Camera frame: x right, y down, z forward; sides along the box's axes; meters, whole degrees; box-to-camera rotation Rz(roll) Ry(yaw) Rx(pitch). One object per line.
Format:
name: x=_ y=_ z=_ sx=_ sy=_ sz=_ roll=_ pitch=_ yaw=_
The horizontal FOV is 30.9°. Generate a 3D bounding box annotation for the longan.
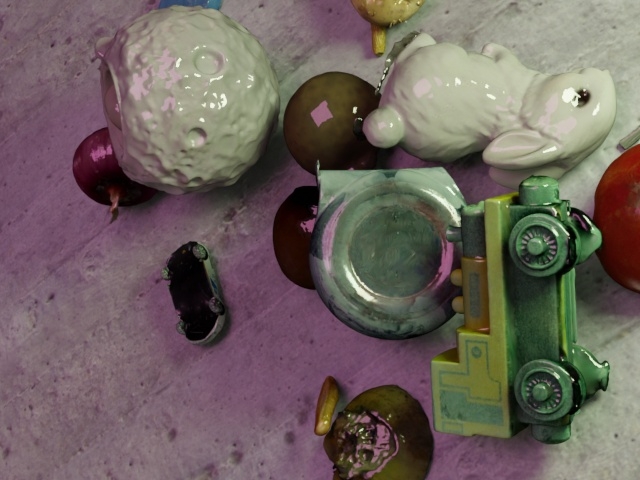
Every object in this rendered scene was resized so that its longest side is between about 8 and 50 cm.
longan: x=0.031 y=-0.183 z=1.943 sx=0.184 sy=0.159 sz=0.204 roll=-25 pitch=76 yaw=24

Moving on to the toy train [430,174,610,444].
toy train: x=0.264 y=0.093 z=1.600 sx=0.237 sy=0.150 sz=0.369 roll=2 pitch=99 yaw=35

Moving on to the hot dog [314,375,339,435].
hot dog: x=0.011 y=0.258 z=1.821 sx=0.137 sy=0.028 sz=0.044 roll=-74 pitch=7 yaw=-66

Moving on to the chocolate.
chocolate: x=0.000 y=0.000 z=1.906 sx=0.176 sy=0.176 sz=0.177 roll=-14 pitch=64 yaw=32

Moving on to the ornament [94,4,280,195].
ornament: x=-0.227 y=-0.251 z=2.052 sx=0.337 sy=0.337 sz=0.337 roll=-14 pitch=64 yaw=32

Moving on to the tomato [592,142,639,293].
tomato: x=0.463 y=-0.048 z=1.580 sx=0.200 sy=0.139 sz=0.233 roll=0 pitch=73 yaw=39

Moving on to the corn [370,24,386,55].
corn: x=0.103 y=-0.365 z=2.046 sx=0.027 sy=0.028 sz=0.083 roll=-10 pitch=70 yaw=27

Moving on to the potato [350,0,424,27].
potato: x=0.124 y=-0.485 z=2.012 sx=0.161 sy=0.128 sz=0.235 roll=18 pitch=77 yaw=32

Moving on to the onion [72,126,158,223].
onion: x=-0.385 y=-0.138 z=2.219 sx=0.177 sy=0.177 sz=0.153 roll=-38 pitch=25 yaw=18

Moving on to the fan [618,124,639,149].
fan: x=0.566 y=-0.244 z=1.666 sx=0.335 sy=0.011 sz=0.230 roll=-42 pitch=53 yaw=15

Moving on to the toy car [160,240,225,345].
toy car: x=-0.224 y=0.095 z=2.083 sx=0.095 sy=0.056 sz=0.205 roll=-33 pitch=59 yaw=21

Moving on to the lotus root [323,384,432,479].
lotus root: x=0.071 y=0.318 z=1.768 sx=0.183 sy=0.078 sz=0.204 roll=40 pitch=99 yaw=40

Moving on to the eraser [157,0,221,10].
eraser: x=-0.299 y=-0.371 z=2.332 sx=0.144 sy=0.042 sz=0.312 roll=11 pitch=79 yaw=38

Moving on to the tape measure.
tape measure: x=0.110 y=0.013 z=1.757 sx=0.256 sy=0.147 sz=0.275 roll=-1 pitch=85 yaw=0

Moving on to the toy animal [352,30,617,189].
toy animal: x=0.261 y=-0.191 z=1.764 sx=0.357 sy=0.194 sz=0.258 roll=19 pitch=62 yaw=32
